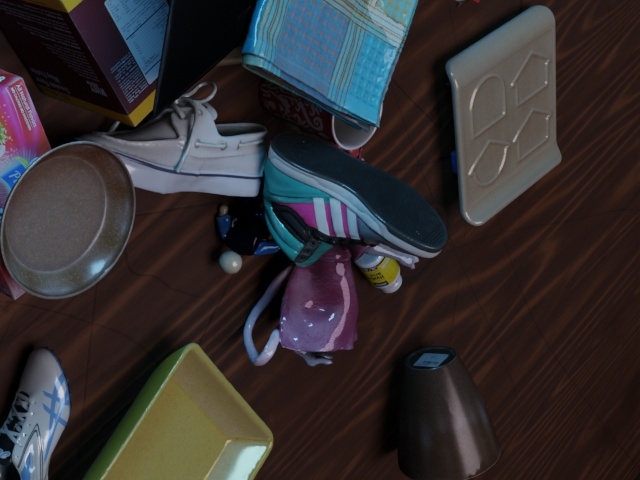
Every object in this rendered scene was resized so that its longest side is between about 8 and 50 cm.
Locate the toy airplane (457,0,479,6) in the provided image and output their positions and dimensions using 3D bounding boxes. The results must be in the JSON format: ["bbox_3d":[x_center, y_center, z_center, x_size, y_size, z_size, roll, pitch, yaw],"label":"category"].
[{"bbox_3d":[0.274,-0.494,1.987,0.151,0.028,0.151,-23,124,-39],"label":"toy airplane"}]

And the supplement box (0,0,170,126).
[{"bbox_3d":[-0.280,-0.266,1.322,0.129,0.191,0.194,-49,138,-23],"label":"supplement box"}]

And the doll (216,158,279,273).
[{"bbox_3d":[-0.102,-0.030,1.746,0.129,0.046,0.189,33,80,-16],"label":"doll"}]

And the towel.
[{"bbox_3d":[0.043,-0.367,1.540,0.271,0.040,0.370,22,86,-43],"label":"towel"}]

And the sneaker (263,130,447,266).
[{"bbox_3d":[0.032,-0.020,1.647,0.124,0.296,0.178,-47,165,-46],"label":"sneaker"}]

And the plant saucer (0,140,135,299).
[{"bbox_3d":[-0.311,-0.027,1.333,0.199,0.036,0.198,-28,129,-42],"label":"plant saucer"}]

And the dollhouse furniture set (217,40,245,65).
[{"bbox_3d":[-0.123,-0.300,1.627,0.114,0.081,0.090,-8,105,-12],"label":"dollhouse furniture set"}]

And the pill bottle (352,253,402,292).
[{"bbox_3d":[0.109,0.049,2.039,0.065,0.065,0.116,-55,140,-14],"label":"pill bottle"}]

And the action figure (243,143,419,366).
[{"bbox_3d":[0.000,0.000,1.834,0.276,0.248,0.370,-4,115,-19],"label":"action figure"}]

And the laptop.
[{"bbox_3d":[-0.186,-0.420,1.270,0.408,0.236,0.382,48,27,-10],"label":"laptop"}]

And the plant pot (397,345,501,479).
[{"bbox_3d":[0.245,0.342,2.258,0.215,0.215,0.230,-28,114,-39],"label":"plant pot"}]

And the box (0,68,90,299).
[{"bbox_3d":[-0.398,-0.074,1.337,0.128,0.123,0.256,-40,135,-31],"label":"box"}]

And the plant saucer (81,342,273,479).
[{"bbox_3d":[-0.244,0.368,1.753,0.332,0.081,0.332,-58,141,-23],"label":"plant saucer"}]

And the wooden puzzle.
[{"bbox_3d":[0.352,-0.249,2.170,0.322,0.081,0.347,-36,128,-34],"label":"wooden puzzle"}]

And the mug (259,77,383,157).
[{"bbox_3d":[-0.008,-0.198,1.694,0.113,0.169,0.150,-10,117,-47],"label":"mug"}]

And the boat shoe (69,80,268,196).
[{"bbox_3d":[-0.191,-0.151,1.532,0.367,0.136,0.156,2,107,-53],"label":"boat shoe"}]

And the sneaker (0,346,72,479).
[{"bbox_3d":[-0.407,0.263,1.528,0.086,0.085,0.237,0,107,-54],"label":"sneaker"}]
